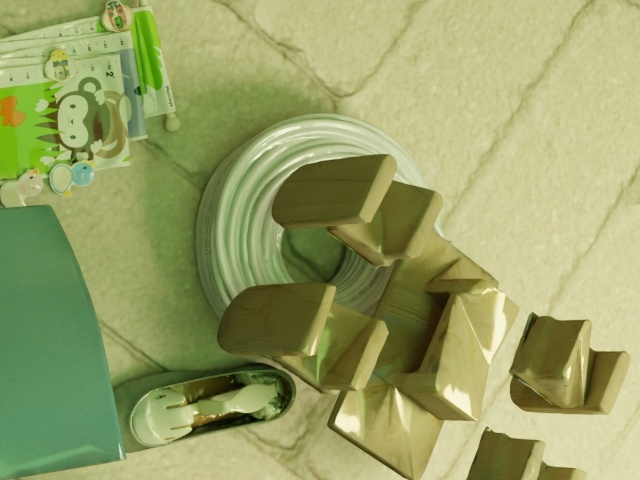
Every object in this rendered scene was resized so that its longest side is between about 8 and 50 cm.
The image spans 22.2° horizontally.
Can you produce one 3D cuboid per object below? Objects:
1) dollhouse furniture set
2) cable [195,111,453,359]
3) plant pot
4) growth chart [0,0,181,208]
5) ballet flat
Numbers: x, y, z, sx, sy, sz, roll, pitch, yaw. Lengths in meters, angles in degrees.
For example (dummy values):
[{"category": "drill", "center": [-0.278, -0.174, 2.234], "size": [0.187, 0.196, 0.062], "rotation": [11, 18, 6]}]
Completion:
[{"category": "dollhouse furniture set", "center": [0.035, 0.180, 1.549], "size": [0.362, 0.256, 0.394], "rotation": [37, 66, -30]}, {"category": "cable", "center": [0.000, 0.000, 1.638], "size": [0.257, 0.089, 0.257], "rotation": [-24, 101, -23]}, {"category": "plant pot", "center": [-0.290, 0.092, 1.458], "size": [0.165, 0.165, 0.234], "rotation": [-6, 87, -26]}, {"category": "growth chart", "center": [-0.244, -0.130, 1.552], "size": [0.237, 0.021, 0.172], "rotation": [-23, 102, -24]}, {"category": "ballet flat", "center": [-0.122, 0.160, 1.591], "size": [0.213, 0.068, 0.072], "rotation": [-11, 96, -26]}]
